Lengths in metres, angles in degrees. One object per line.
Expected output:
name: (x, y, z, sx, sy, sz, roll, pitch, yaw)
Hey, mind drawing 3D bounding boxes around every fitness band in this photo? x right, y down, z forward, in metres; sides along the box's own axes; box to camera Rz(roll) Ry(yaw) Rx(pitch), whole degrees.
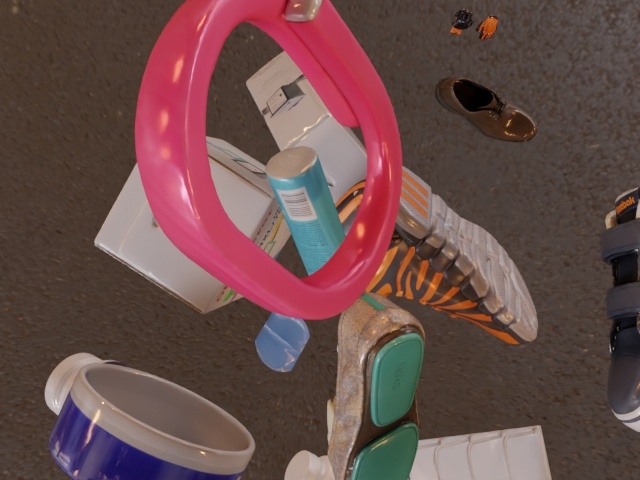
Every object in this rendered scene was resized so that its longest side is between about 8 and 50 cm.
fitness band: (-0.019, -0.057, 0.546, 0.054, 0.291, 0.208, 8, 70, 33)

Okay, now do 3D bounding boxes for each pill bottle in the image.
pill bottle: (-0.364, 0.306, 1.308, 0.265, 0.153, 0.153, 18, 80, 33)
pill bottle: (0.027, 0.500, 1.461, 0.194, 0.108, 0.108, 36, 82, -21)

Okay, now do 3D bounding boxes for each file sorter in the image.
file sorter: (0.256, 0.453, 1.312, 0.278, 0.173, 0.192, -17, 72, 32)

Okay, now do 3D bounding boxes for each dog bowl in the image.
dog bowl: (-0.231, 0.275, 1.009, 0.265, 0.265, 0.104, 26, 88, 3)

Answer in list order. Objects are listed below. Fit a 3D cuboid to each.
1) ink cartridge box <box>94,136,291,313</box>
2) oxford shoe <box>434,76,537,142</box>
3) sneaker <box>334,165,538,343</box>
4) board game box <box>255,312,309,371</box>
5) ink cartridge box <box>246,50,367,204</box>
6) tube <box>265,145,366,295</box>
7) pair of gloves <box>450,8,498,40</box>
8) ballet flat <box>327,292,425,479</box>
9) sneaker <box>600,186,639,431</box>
ink cartridge box: (-0.166, -0.035, 1.121, 0.197, 0.270, 0.198, 32, 99, 8)
oxford shoe: (0.342, -0.257, 1.458, 0.227, 0.096, 0.082, 22, 91, -11)
sneaker: (0.130, 0.048, 0.954, 0.321, 0.124, 0.180, 41, 125, -17)
board game box: (-0.110, 0.267, 1.957, 0.133, 0.033, 0.168, 41, 59, -19)
ink cartridge box: (-0.010, -0.148, 0.974, 0.082, 0.139, 0.190, -39, 42, 9)
tube: (0.000, 0.000, 0.758, 0.080, 0.207, 0.052, 23, 55, 41)
pair of gloves: (0.286, -0.401, 1.352, 0.083, 0.074, 0.010, 16, 70, 1)
ballet flat: (0.056, 0.187, 0.830, 0.108, 0.315, 0.106, -14, 38, -28)
sneaker: (0.343, 0.028, 0.745, 0.128, 0.126, 0.321, 30, 74, 1)
